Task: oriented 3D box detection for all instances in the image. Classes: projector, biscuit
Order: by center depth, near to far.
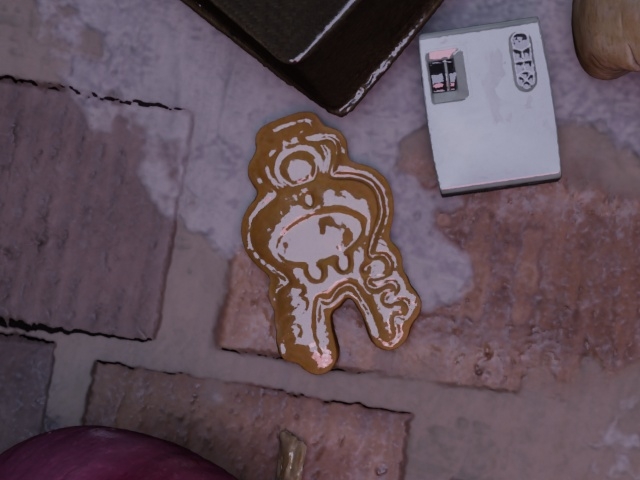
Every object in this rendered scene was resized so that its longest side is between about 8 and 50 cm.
[{"bbox_3d":[0.152,-0.119,1.488,0.115,0.061,0.147,-8,85,3],"label":"projector"},{"bbox_3d":[0.003,-0.002,1.507,0.144,0.040,0.236,-18,87,-3],"label":"biscuit"}]

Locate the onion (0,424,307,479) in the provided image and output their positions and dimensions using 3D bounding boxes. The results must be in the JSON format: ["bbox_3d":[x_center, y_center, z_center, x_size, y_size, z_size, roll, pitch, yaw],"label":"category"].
[{"bbox_3d":[-0.143,0.328,1.364,0.345,0.358,0.358,5,85,-37],"label":"onion"}]

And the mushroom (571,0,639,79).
[{"bbox_3d":[0.341,-0.179,1.416,0.254,0.189,0.195,9,84,8],"label":"mushroom"}]

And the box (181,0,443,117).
[{"bbox_3d":[-0.040,-0.266,1.451,0.273,0.143,0.184,41,90,19],"label":"box"}]
